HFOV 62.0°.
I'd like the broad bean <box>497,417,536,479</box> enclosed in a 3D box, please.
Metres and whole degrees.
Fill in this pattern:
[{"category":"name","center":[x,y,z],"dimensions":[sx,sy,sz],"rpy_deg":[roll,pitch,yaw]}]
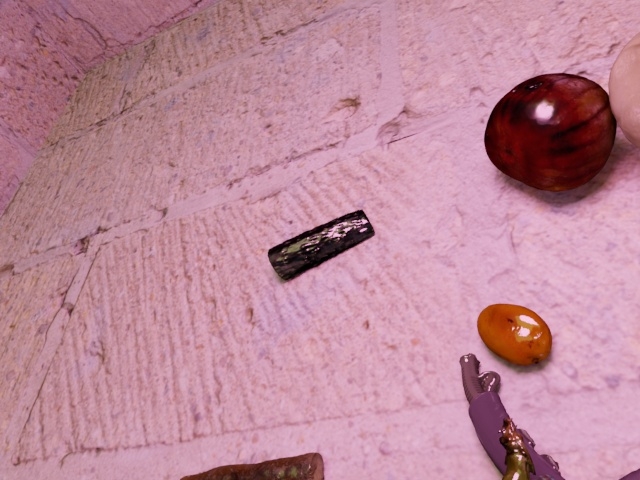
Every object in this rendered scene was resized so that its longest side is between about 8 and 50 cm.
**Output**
[{"category":"broad bean","center":[0.147,0.329,0.610],"dimensions":[0.292,0.049,0.144],"rpy_deg":[-51,38,35]}]

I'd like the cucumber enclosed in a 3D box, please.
[{"category":"cucumber","center":[-0.002,-0.003,1.061],"dimensions":[0.211,0.062,0.078],"rpy_deg":[-29,42,11]}]

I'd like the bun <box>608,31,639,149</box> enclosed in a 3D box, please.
[{"category":"bun","center":[0.536,-0.216,0.734],"dimensions":[0.259,0.160,0.259],"rpy_deg":[1,62,-2]}]

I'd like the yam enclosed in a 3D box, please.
[{"category":"yam","center":[-0.112,0.372,0.819],"dimensions":[0.252,0.061,0.061],"rpy_deg":[-19,45,22]}]

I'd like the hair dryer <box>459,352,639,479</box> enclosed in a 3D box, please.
[{"category":"hair dryer","center":[0.281,0.235,0.626],"dimensions":[0.301,0.121,0.361],"rpy_deg":[-46,34,2]}]

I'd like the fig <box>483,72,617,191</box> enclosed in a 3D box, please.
[{"category":"fig","center":[0.400,-0.199,0.870],"dimensions":[0.249,0.186,0.204],"rpy_deg":[-37,23,-8]}]

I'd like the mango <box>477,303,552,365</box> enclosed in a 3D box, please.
[{"category":"mango","center":[0.272,0.129,0.756],"dimensions":[0.080,0.060,0.114],"rpy_deg":[-55,44,3]}]
